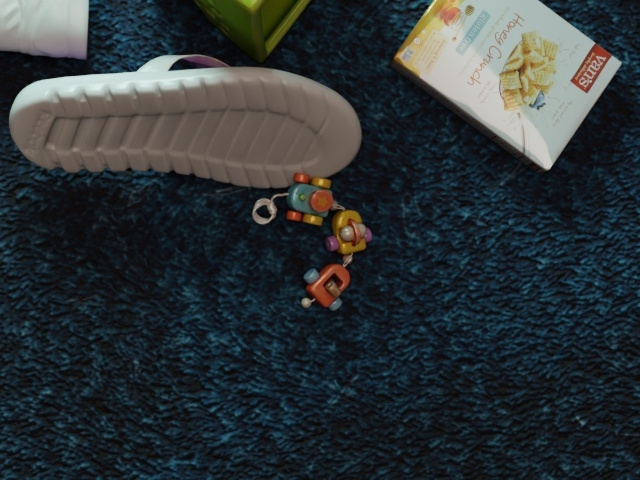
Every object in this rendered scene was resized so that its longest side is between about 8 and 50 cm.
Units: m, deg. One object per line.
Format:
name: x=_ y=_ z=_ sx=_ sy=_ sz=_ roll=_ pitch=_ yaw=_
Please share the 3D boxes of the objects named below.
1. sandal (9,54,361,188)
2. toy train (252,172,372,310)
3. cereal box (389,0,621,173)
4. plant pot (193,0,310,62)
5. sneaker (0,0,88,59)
sandal: x=-0.155 y=-0.158 z=1.507 sx=0.416 sy=0.169 sz=0.102 roll=3 pitch=44 yaw=-11
toy train: x=0.000 y=0.000 z=1.527 sx=0.125 sy=0.046 sz=0.166 roll=-41 pitch=109 yaw=-16
cereal box: x=0.232 y=-0.221 z=1.584 sx=0.240 sy=0.047 sz=0.173 roll=35 pitch=83 yaw=-3
plant pot: x=-0.090 y=-0.374 z=1.479 sx=0.207 sy=0.228 sz=0.227 roll=35 pitch=83 yaw=5
sneaker: x=-0.359 y=-0.365 z=1.503 sx=0.169 sy=0.108 sz=0.292 roll=1 pitch=87 yaw=-9
